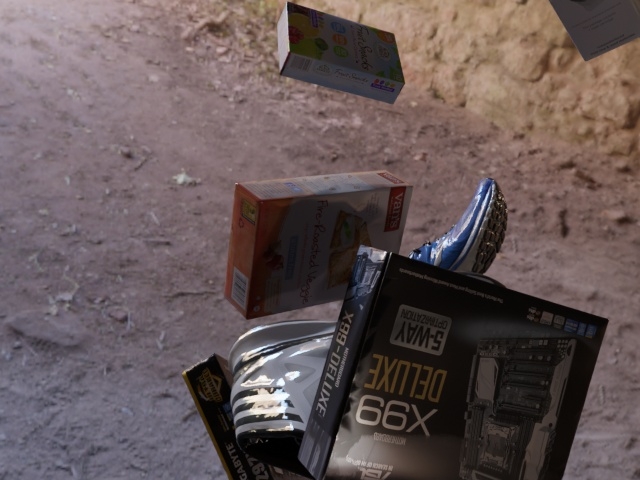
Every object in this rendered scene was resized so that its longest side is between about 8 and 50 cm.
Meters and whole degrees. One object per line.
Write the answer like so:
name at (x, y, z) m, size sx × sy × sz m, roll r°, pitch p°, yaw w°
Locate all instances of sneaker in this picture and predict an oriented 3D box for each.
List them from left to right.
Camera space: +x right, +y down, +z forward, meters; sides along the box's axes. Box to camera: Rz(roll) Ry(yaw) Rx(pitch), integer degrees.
sneaker at (0.086, 0.212, 0.979) m, size 0.447 × 0.169 × 0.258 m, roll -17°, pitch 35°, yaw 5°
sneaker at (0.242, 0.023, 1.311) m, size 0.147 × 0.330 × 0.130 m, roll 27°, pitch -4°, yaw 30°

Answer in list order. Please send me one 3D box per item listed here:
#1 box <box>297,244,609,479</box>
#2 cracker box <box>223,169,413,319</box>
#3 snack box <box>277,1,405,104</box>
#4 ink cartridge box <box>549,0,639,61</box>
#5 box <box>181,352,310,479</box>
box at (0.152, 0.161, 0.765) m, size 0.307 × 0.243 × 0.076 m, roll 18°, pitch -1°, yaw -23°
cracker box at (0.000, 0.000, 0.871) m, size 0.232 × 0.156 × 0.067 m, roll -9°, pitch 30°, yaw -35°
snack box at (0.022, -0.218, 0.801) m, size 0.141 × 0.037 × 0.100 m, roll 11°, pitch 49°, yaw -18°
ink cartridge box at (0.335, -0.368, 0.887) m, size 0.092 × 0.218 × 0.159 m, roll -21°, pitch 30°, yaw 37°
box at (-0.124, 0.371, 1.315) m, size 0.079 × 0.322 × 0.257 m, roll -30°, pitch 65°, yaw 1°
